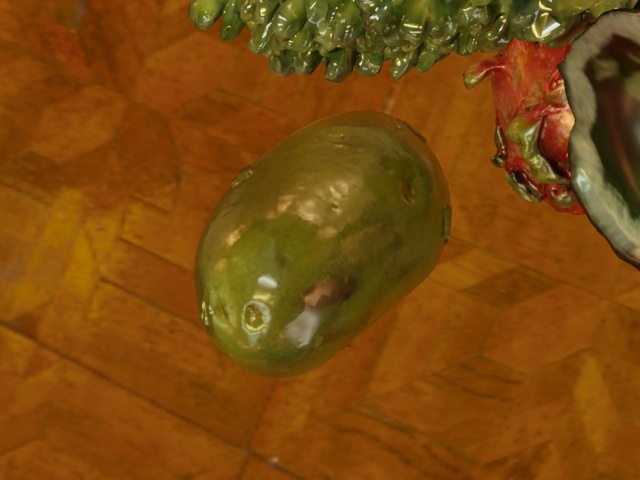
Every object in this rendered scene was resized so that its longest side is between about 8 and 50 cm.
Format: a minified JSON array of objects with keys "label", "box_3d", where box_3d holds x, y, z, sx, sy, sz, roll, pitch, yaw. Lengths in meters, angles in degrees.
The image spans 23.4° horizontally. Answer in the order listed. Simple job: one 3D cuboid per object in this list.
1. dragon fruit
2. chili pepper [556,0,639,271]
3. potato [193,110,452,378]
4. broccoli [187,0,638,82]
[{"label":"dragon fruit","box_3d":[0.178,-0.108,1.075,0.167,0.160,0.172,-14,99,29]},{"label":"chili pepper","box_3d":[0.200,-0.084,0.399,0.270,0.136,0.099,-24,63,-18]},{"label":"potato","box_3d":[0.000,0.000,1.144,0.148,0.253,0.186,51,125,5]},{"label":"broccoli","box_3d":[0.060,-0.235,0.715,0.334,0.324,0.272,36,139,30]}]
